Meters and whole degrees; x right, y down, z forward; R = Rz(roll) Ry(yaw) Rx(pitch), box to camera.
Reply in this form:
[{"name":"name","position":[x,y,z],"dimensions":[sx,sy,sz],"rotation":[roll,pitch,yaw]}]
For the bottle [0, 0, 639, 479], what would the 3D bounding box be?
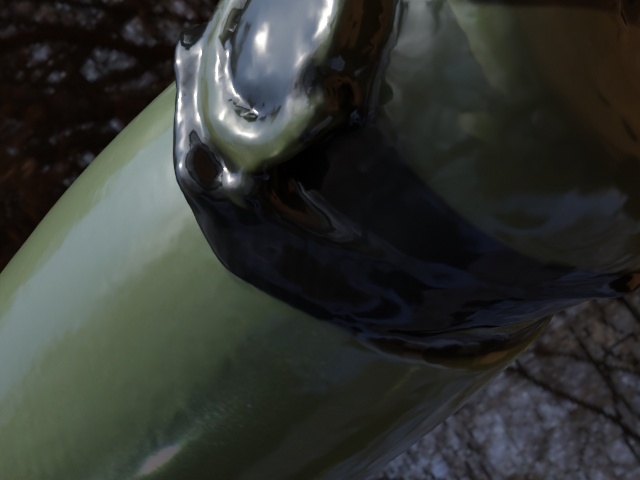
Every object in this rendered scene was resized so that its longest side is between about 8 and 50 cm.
[{"name":"bottle","position":[-0.001,-0.001,0.449],"dimensions":[0.168,0.347,0.168],"rotation":[17,-125,-25]}]
